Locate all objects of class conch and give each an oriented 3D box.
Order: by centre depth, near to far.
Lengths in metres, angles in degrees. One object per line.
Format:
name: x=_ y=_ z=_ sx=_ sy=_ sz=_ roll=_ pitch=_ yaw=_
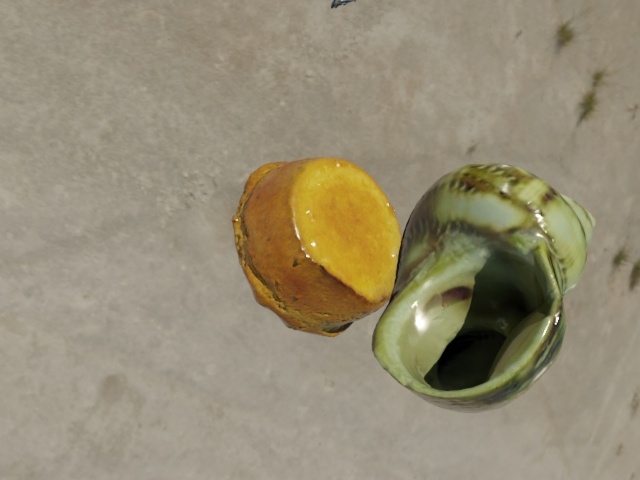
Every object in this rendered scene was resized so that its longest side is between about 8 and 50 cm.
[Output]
conch: x=0.126 y=0.034 z=0.511 sx=0.124 sy=0.187 sz=0.181 roll=37 pitch=97 yaw=-34

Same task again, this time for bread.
bread: x=0.004 y=0.001 z=1.165 sx=0.312 sy=0.172 sz=0.312 roll=23 pitch=57 yaw=-41

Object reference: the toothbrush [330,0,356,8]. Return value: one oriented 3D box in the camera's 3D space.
toothbrush: x=0.098 y=-0.420 z=1.083 sx=0.413 sy=0.035 sz=0.042 roll=-56 pitch=135 yaw=-48
